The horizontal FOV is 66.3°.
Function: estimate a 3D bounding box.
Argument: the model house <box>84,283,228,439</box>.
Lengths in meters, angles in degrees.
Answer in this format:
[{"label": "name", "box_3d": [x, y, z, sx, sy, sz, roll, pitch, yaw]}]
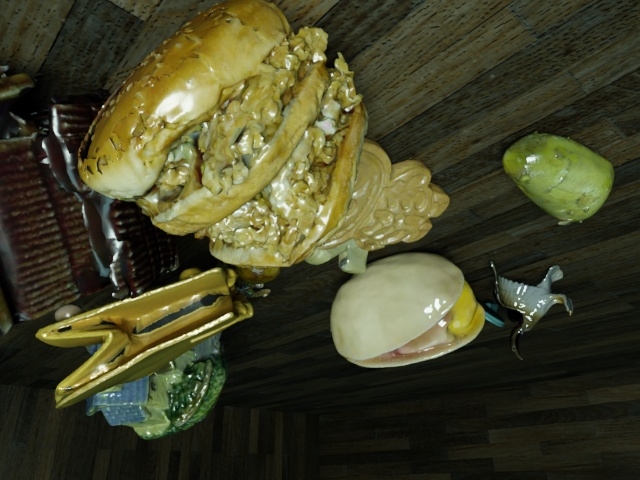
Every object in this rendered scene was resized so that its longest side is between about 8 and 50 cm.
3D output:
[{"label": "model house", "box_3d": [-0.388, 0.258, 1.108, 0.261, 0.321, 0.266, -15, 150, 13]}]

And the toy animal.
[{"label": "toy animal", "box_3d": [0.445, 0.145, 1.041, 0.160, 0.197, 0.272, -21, 143, 29]}]

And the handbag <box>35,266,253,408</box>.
[{"label": "handbag", "box_3d": [-0.259, 0.144, 0.832, 0.283, 0.133, 0.401, -21, 172, -9]}]

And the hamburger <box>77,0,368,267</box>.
[{"label": "hamburger", "box_3d": [-0.076, -0.096, 0.463, 0.245, 0.260, 0.211, -45, 122, 13]}]

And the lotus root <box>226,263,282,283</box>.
[{"label": "lotus root", "box_3d": [-0.120, 0.041, 0.909, 0.108, 0.094, 0.191, 34, 159, 8]}]

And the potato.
[{"label": "potato", "box_3d": [0.323, -0.088, 0.666, 0.188, 0.085, 0.105, 20, 126, -28]}]

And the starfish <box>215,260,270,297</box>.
[{"label": "starfish", "box_3d": [-0.182, 0.093, 1.078, 0.150, 0.053, 0.209, -5, 161, 37]}]

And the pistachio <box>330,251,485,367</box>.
[{"label": "pistachio", "box_3d": [0.158, 0.143, 0.967, 0.308, 0.230, 0.230, -16, 150, 35]}]

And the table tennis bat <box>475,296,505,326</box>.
[{"label": "table tennis bat", "box_3d": [0.394, 0.162, 1.176, 0.033, 0.124, 0.201, -56, 153, 11]}]

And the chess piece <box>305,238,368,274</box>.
[{"label": "chess piece", "box_3d": [0.000, 0.000, 0.831, 0.200, 0.090, 0.090, 13, 151, -29]}]

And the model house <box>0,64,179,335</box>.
[{"label": "model house", "box_3d": [-0.322, -0.050, 0.595, 0.297, 0.317, 0.282, 9, -154, 41]}]

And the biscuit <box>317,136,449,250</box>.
[{"label": "biscuit", "box_3d": [0.055, -0.053, 0.715, 0.288, 0.044, 0.202, 14, 131, -26]}]
